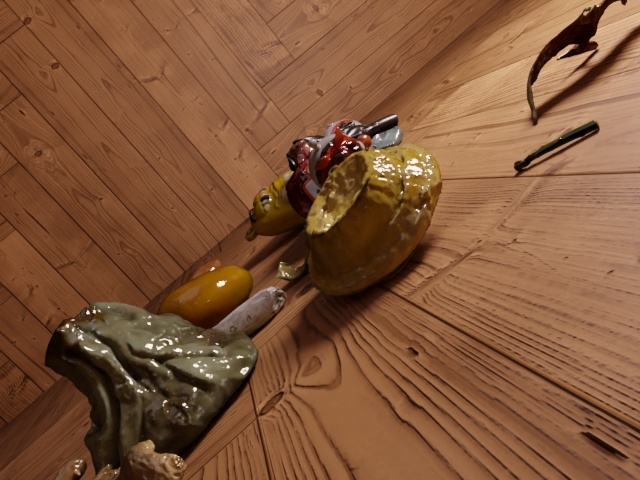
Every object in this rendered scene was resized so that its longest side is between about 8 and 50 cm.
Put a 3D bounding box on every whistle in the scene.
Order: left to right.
[{"bbox_3d":[0.125,-0.327,1.845,0.348,0.189,0.189,-5,36,53],"label":"whistle"}]

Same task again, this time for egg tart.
[{"bbox_3d":[0.061,-0.048,0.912,0.290,0.115,0.290,-41,27,27],"label":"egg tart"}]

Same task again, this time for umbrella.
[{"bbox_3d":[0.065,-0.280,1.598,0.340,0.118,0.118,-23,10,-5],"label":"umbrella"}]

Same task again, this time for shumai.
[{"bbox_3d":[-0.294,0.197,0.919,0.304,0.263,0.309,-39,11,14],"label":"shumai"}]

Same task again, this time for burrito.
[{"bbox_3d":[-0.152,0.161,1.105,0.203,0.064,0.064,-38,11,-5],"label":"burrito"}]

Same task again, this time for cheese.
[{"bbox_3d":[-0.055,0.061,1.224,0.084,0.041,0.060,-23,21,7],"label":"cheese"}]

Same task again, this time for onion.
[{"bbox_3d":[0.009,-0.165,1.428,0.252,0.219,0.252,-36,24,19],"label":"onion"}]

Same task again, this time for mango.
[{"bbox_3d":[-0.269,0.146,1.346,0.254,0.139,0.175,-37,13,-19],"label":"mango"}]

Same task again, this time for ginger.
[{"bbox_3d":[-0.271,0.345,0.729,0.258,0.065,0.149,-21,50,28],"label":"ginger"}]

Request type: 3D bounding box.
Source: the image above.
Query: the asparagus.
[{"bbox_3d":[0.327,-0.132,0.791,0.127,0.018,0.015,-30,-10,39],"label":"asparagus"}]

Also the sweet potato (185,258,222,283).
[{"bbox_3d":[-0.360,0.210,1.495,0.109,0.109,0.385,-24,32,54],"label":"sweet potato"}]

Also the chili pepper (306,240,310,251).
[{"bbox_3d":[0.000,0.000,1.200,0.063,0.071,0.272,-19,16,6],"label":"chili pepper"}]

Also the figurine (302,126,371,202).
[{"bbox_3d":[0.045,-0.158,1.198,0.183,0.160,0.226,-40,-20,-1],"label":"figurine"}]

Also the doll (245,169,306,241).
[{"bbox_3d":[-0.024,-0.154,1.688,0.348,0.161,0.423,4,50,51],"label":"doll"}]

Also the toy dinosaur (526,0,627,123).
[{"bbox_3d":[0.474,-0.340,0.966,0.327,0.113,0.206,-33,-18,-19],"label":"toy dinosaur"}]
